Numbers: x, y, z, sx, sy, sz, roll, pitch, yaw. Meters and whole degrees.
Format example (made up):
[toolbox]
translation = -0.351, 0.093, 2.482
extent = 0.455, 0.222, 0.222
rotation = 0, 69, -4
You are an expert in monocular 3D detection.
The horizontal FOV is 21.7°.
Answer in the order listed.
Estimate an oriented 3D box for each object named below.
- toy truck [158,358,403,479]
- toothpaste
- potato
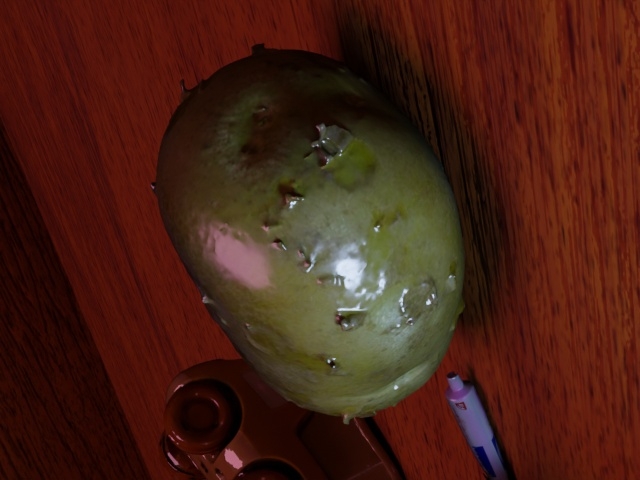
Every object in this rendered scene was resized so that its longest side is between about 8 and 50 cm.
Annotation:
[toy truck]
translation = -0.056, 0.256, 2.004
extent = 0.288, 0.211, 0.204
rotation = 52, 162, 12
[toothpaste]
translation = 0.152, 0.189, 1.584
extent = 0.045, 0.028, 0.170
rotation = 46, 164, 58
[potato]
translation = 0.009, 0.015, 1.376
extent = 0.270, 0.219, 0.359
rotation = 56, 174, 45
